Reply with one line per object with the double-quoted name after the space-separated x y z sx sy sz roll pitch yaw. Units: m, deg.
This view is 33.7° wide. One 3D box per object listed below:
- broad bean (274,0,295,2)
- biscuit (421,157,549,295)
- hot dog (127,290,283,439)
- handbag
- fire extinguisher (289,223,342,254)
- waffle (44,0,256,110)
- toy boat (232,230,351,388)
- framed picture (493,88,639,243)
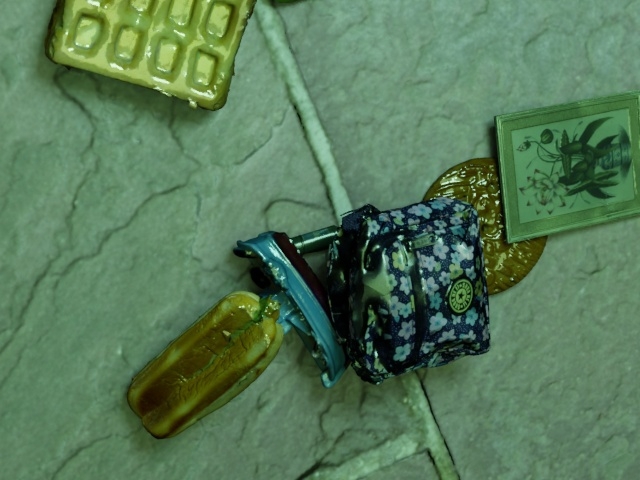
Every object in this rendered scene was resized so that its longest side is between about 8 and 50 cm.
0.068 -0.348 1.279 0.298 0.043 0.060 -18 115 -11 "broad bean"
0.216 -0.016 1.392 0.188 0.027 0.187 -3 101 -14 "biscuit"
-0.131 0.148 1.277 0.250 0.076 0.104 -43 80 21 "hot dog"
0.108 0.058 1.285 0.208 0.127 0.228 -14 108 -36 "handbag"
0.000 0.000 1.344 0.083 0.025 0.038 -18 143 -10 "fire extinguisher"
-0.168 -0.328 1.195 0.224 0.098 0.327 16 103 -14 "waffle"
-0.037 0.091 1.311 0.097 0.100 0.223 -36 107 -14 "toy boat"
0.337 -0.099 1.396 0.231 0.010 0.173 -13 103 -19 "framed picture"
